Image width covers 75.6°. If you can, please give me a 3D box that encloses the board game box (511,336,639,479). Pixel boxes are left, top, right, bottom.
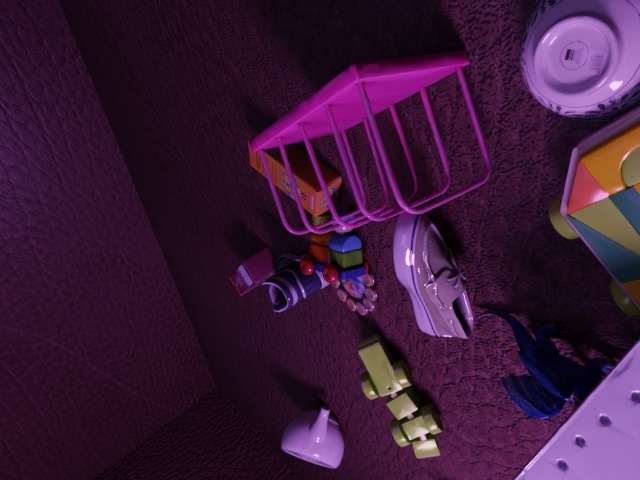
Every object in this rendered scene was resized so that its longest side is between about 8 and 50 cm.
[{"bbox_3d":[0.423,0.308,0.392,0.390,0.050,0.390,36,118,27],"label":"board game box"}]

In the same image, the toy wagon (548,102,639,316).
[{"bbox_3d":[0.407,0.009,0.389,0.344,0.068,0.267,53,149,3],"label":"toy wagon"}]

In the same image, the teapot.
[{"bbox_3d":[-0.016,0.724,1.550,0.256,0.187,0.252,-12,136,41],"label":"teapot"}]

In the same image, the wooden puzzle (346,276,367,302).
[{"bbox_3d":[0.096,0.123,1.006,0.079,0.014,0.116,56,149,12],"label":"wooden puzzle"}]

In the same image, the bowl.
[{"bbox_3d":[0.268,-0.191,0.413,0.170,0.080,0.170,36,144,32],"label":"bowl"}]

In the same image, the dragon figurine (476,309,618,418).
[{"bbox_3d":[0.328,0.198,0.603,0.289,0.144,0.085,42,144,38],"label":"dragon figurine"}]

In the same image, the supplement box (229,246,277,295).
[{"bbox_3d":[-0.216,0.103,1.341,0.081,0.104,0.188,56,149,3],"label":"supplement box"}]

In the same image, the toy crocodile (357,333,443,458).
[{"bbox_3d":[0.199,0.386,1.017,0.115,0.105,0.341,-33,88,18],"label":"toy crocodile"}]

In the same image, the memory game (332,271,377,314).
[{"bbox_3d":[0.070,0.096,0.996,0.186,0.012,0.186,38,141,39],"label":"memory game"}]

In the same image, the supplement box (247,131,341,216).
[{"bbox_3d":[-0.061,-0.155,0.916,0.233,0.080,0.078,37,146,26],"label":"supplement box"}]

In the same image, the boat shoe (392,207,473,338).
[{"bbox_3d":[0.203,0.063,0.709,0.094,0.109,0.302,6,141,34],"label":"boat shoe"}]

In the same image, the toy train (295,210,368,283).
[{"bbox_3d":[0.000,0.000,0.938,0.248,0.105,0.144,14,110,54],"label":"toy train"}]

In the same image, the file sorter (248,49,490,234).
[{"bbox_3d":[0.065,-0.123,0.619,0.290,0.202,0.182,-10,101,57],"label":"file sorter"}]

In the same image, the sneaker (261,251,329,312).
[{"bbox_3d":[-0.104,0.112,1.132,0.282,0.153,0.099,0,118,60],"label":"sneaker"}]
